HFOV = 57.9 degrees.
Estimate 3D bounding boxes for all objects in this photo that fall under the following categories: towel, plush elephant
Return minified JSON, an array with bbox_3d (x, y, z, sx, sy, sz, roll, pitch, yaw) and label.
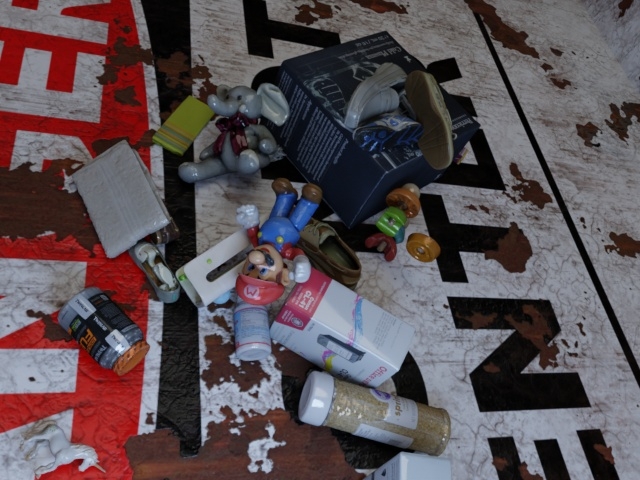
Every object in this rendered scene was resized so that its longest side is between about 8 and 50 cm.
[{"bbox_3d":[-0.515,-0.110,1.489,0.187,0.049,0.282,-32,69,5],"label":"towel"},{"bbox_3d":[-0.234,-0.331,1.666,0.330,0.272,0.255,-29,111,-51],"label":"plush elephant"},{"bbox_3d":[-0.416,-0.354,1.777,0.102,0.021,0.237,31,50,-7],"label":"towel"}]

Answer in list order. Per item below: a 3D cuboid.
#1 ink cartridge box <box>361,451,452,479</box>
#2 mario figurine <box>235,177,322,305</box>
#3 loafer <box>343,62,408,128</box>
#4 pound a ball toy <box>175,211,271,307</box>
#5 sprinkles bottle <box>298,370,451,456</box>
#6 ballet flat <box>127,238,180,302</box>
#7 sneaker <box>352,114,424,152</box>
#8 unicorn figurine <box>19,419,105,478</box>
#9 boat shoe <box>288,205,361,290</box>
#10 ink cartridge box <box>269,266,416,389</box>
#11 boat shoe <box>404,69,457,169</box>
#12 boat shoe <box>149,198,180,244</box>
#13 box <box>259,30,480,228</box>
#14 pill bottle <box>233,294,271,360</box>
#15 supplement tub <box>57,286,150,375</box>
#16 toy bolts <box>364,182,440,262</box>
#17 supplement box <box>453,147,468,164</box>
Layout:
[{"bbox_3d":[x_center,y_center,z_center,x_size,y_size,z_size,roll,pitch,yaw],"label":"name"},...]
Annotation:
[{"bbox_3d":[0.167,0.578,1.197,0.114,0.273,0.197,12,53,-10],"label":"ink cartridge box"},{"bbox_3d":[-0.108,-0.004,1.341,0.170,0.198,0.320,33,66,-28],"label":"mario figurine"},{"bbox_3d":[0.166,-0.401,1.617,0.111,0.112,0.319,30,51,10],"label":"loafer"},{"bbox_3d":[-0.209,0.050,1.503,0.319,0.208,0.135,-34,95,-25],"label":"pound a ball toy"},{"bbox_3d":[0.130,0.419,1.390,0.356,0.121,0.121,19,52,-10],"label":"sprinkles bottle"},{"bbox_3d":[-0.414,0.059,1.452,0.072,0.068,0.213,-25,69,-34],"label":"ballet flat"},{"bbox_3d":[0.176,-0.296,1.584,0.211,0.080,0.081,-10,42,-27],"label":"sneaker"},{"bbox_3d":[-0.522,0.423,1.156,0.111,0.060,0.162,-29,71,-35],"label":"unicorn figurine"},{"bbox_3d":[0.000,0.000,1.631,0.324,0.120,0.122,44,52,11],"label":"boat shoe"},{"bbox_3d":[0.044,0.225,1.422,0.306,0.226,0.131,32,56,1],"label":"ink cartridge box"},{"bbox_3d":[0.323,-0.341,1.627,0.089,0.105,0.285,-12,88,-44],"label":"boat shoe"},{"bbox_3d":[-0.442,-0.081,1.541,0.073,0.073,0.207,-19,73,-34],"label":"boat shoe"},{"bbox_3d":[0.152,-0.367,1.847,0.480,0.297,0.471,-30,74,-35],"label":"box"},{"bbox_3d":[-0.171,0.209,1.435,0.087,0.087,0.160,4,55,-20],"label":"pill bottle"},{"bbox_3d":[-0.480,0.204,1.292,0.190,0.117,0.117,41,52,10],"label":"supplement tub"},{"bbox_3d":[0.258,-0.040,1.699,0.218,0.228,0.158,38,61,-1],"label":"toy bolts"},{"bbox_3d":[0.489,-0.326,2.112,0.083,0.043,0.055,36,51,3],"label":"supplement box"}]
